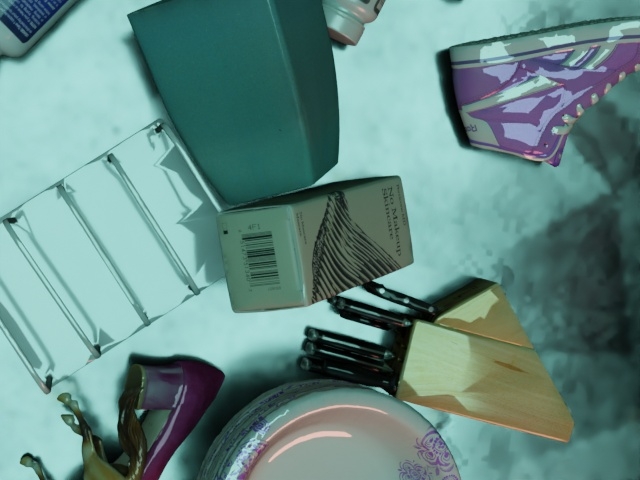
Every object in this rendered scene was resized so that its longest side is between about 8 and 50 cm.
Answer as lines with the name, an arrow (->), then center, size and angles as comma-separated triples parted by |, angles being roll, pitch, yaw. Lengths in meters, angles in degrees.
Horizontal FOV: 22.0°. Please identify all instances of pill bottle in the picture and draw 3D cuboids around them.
pill bottle -> 0.043, -0.296, 1.874 | 0.078, 0.078, 0.137 | 28, 88, -8
pill bottle -> -0.340, -0.266, 1.803 | 0.112, 0.112, 0.187 | 44, 86, -7

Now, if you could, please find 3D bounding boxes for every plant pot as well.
plant pot -> -0.074, -0.169, 1.800 | 0.165, 0.166, 0.234 | -13, 101, 21

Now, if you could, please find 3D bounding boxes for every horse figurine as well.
horse figurine -> -0.264, 0.280, 1.814 | 0.174, 0.066, 0.263 | 50, 116, 20

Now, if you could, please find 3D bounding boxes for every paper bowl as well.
paper bowl -> 0.000, 0.290, 1.767 | 0.284, 0.148, 0.284 | -1, 93, -20

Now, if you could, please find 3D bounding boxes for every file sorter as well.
file sorter -> -0.237, 0.017, 1.800 | 0.277, 0.173, 0.193 | -33, 96, -5

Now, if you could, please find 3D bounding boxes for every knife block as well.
knife block -> 0.126, 0.159, 1.900 | 0.242, 0.088, 0.276 | -30, 96, -5

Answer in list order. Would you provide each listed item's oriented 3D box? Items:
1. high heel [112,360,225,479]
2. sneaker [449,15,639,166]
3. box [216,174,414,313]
high heel -> -0.182, 0.253, 1.878 | 0.117, 0.082, 0.244 | 6, 96, -35
sneaker -> 0.298, -0.173, 1.912 | 0.282, 0.102, 0.161 | -11, 97, 3
box -> 0.000, 0.000, 1.781 | 0.094, 0.275, 0.113 | -7, 97, 28
